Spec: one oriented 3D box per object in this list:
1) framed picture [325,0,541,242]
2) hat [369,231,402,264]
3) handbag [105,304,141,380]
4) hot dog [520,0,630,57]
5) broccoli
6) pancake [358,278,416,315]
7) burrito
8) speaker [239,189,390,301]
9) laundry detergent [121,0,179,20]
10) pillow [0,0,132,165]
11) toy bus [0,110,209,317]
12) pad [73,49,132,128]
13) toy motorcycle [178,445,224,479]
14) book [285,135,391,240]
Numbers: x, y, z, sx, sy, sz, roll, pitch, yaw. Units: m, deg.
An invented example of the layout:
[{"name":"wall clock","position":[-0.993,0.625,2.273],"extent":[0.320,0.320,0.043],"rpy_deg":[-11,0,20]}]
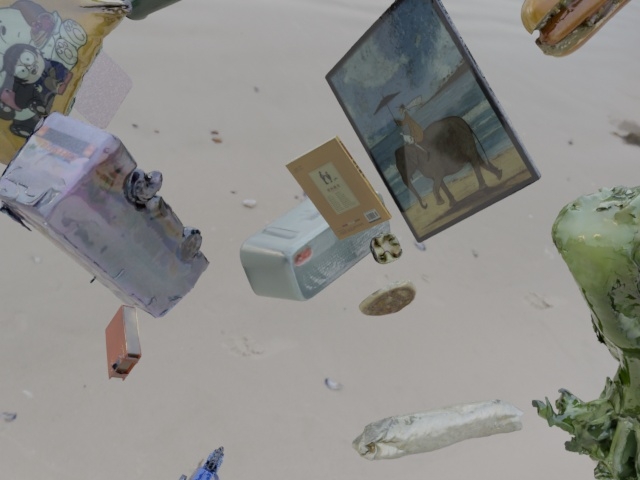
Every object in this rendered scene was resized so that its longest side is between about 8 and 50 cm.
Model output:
[{"name":"framed picture","position":[0.158,-0.190,0.902],"extent":[0.016,0.265,0.347],"rpy_deg":[-24,85,-39]},{"name":"hat","position":[0.166,0.019,1.462],"extent":[0.076,0.059,0.077],"rpy_deg":[-20,93,3]},{"name":"handbag","position":[-0.582,0.302,1.673],"extent":[0.063,0.127,0.190],"rpy_deg":[19,32,-37]},{"name":"hot dog","position":[0.467,-0.436,0.881],"extent":[0.135,0.337,0.100],"rpy_deg":[39,15,-25]},{"name":"broccoli","position":[0.236,0.080,0.399],"extent":[0.304,0.165,0.145],"rpy_deg":[52,-5,-31]},{"name":"pancake","position":[0.165,0.145,1.381],"extent":[0.158,0.158,0.028],"rpy_deg":[-3,55,-30]},{"name":"burrito","position":[0.178,0.268,0.823],"extent":[0.275,0.082,0.059],"rpy_deg":[-2,82,-22]},{"name":"speaker","position":[0.000,0.000,1.524],"extent":[0.184,0.183,0.406],"rpy_deg":[8,34,45]},{"name":"laundry detergent","position":[-0.322,-0.487,1.087],"extent":[0.078,0.222,0.144],"rpy_deg":[46,30,-52]},{"name":"pillow","position":[-0.468,-0.271,0.770],"extent":[0.312,0.310,0.119],"rpy_deg":[28,8,-25]},{"name":"toy bus","position":[-0.248,-0.011,0.712],"extent":[0.113,0.317,0.138],"rpy_deg":[22,67,22]},{"name":"pad","position":[-0.561,-0.395,1.398],"extent":[0.176,0.002,0.266],"rpy_deg":[46,30,-31]},{"name":"toy motorcycle","position":[-0.265,0.534,1.205],"extent":[0.076,0.114,0.205],"rpy_deg":[28,37,7]},{"name":"book","position":[0.031,-0.085,0.979],"extent":[0.172,0.118,0.012],"rpy_deg":[54,38,-18]}]
